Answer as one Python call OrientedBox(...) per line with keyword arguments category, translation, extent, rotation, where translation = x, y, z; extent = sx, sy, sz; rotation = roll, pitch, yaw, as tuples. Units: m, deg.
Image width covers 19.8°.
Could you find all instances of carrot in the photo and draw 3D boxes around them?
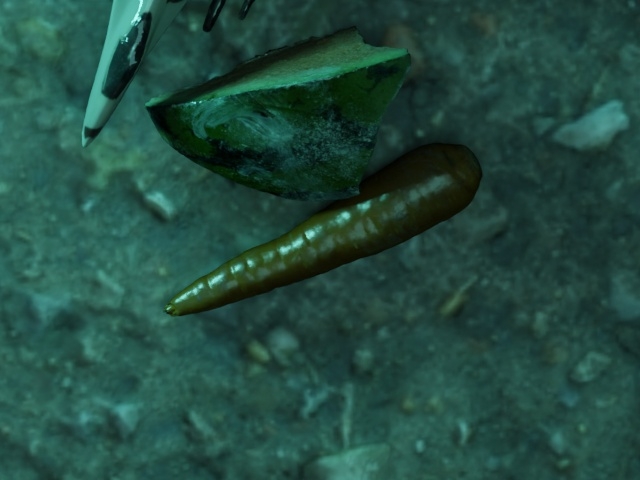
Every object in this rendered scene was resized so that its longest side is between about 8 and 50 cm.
OrientedBox(category="carrot", translation=(0.000, 0.000, 1.119), extent=(0.216, 0.048, 0.048), rotation=(-27, 106, 8))

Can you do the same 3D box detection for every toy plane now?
OrientedBox(category="toy plane", translation=(-0.090, -0.165, 1.052), extent=(0.160, 0.082, 0.234), rotation=(21, 117, -21))

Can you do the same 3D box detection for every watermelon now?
OrientedBox(category="watermelon", translation=(-0.025, -0.071, 1.085), extent=(0.155, 0.080, 0.101), rotation=(-10, 123, -3))
